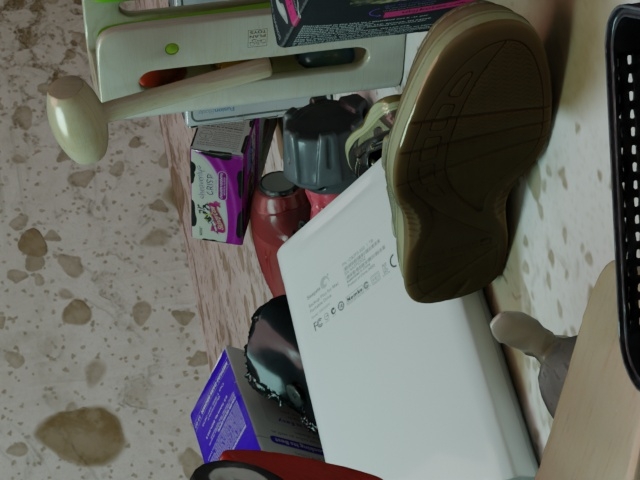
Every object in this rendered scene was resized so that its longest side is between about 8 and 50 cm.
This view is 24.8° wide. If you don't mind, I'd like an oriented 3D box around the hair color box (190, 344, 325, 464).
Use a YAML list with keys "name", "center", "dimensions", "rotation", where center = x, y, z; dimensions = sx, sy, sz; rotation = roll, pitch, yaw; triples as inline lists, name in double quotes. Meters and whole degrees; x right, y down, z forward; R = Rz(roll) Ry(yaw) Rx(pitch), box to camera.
- name: "hair color box"
  center: [-0.009, 0.255, 1.505]
  dimensions: [0.110, 0.185, 0.339]
  rotation: [-64, 23, 16]

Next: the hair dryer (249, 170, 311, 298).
- name: "hair dryer"
  center: [-0.031, 0.019, 1.766]
  dimensions: [0.293, 0.080, 0.223]
  rotation: [119, 140, -73]

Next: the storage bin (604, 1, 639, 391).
- name: "storage bin"
  center: [0.187, -0.013, 0.621]
  dimensions: [0.122, 0.084, 0.180]
  rotation: [-136, 38, -72]

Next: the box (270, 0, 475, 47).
- name: "box"
  center: [0.045, -0.249, 1.006]
  dimensions: [0.270, 0.143, 0.165]
  rotation: [141, 120, -77]

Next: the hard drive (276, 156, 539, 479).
- name: "hard drive"
  center: [0.062, 0.094, 1.213]
  dimensions: [0.203, 0.040, 0.307]
  rotation: [-41, 53, 40]

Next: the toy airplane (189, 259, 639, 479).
- name: "toy airplane"
  center: [0.121, 0.245, 0.835]
  dimensions: [0.386, 0.272, 0.384]
  rotation: [-33, 72, 38]

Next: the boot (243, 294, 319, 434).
- name: "boot"
  center: [0.008, 0.118, 1.409]
  dimensions: [0.207, 0.094, 0.246]
  rotation: [39, 152, 30]

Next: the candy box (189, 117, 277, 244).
- name: "candy box"
  center: [-0.107, -0.133, 1.845]
  dimensions: [0.159, 0.071, 0.233]
  rotation: [94, -173, -46]

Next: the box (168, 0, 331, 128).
- name: "box"
  center: [-0.083, -0.278, 1.574]
  dimensions: [0.087, 0.169, 0.290]
  rotation: [-121, 24, -63]

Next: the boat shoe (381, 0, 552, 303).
- name: "boat shoe"
  center: [0.090, -0.071, 1.025]
  dimensions: [0.302, 0.109, 0.098]
  rotation: [88, 167, -57]

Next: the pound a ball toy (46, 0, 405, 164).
- name: "pound a ball toy"
  center: [-0.085, -0.153, 1.282]
  dimensions: [0.135, 0.319, 0.208]
  rotation: [92, 164, -45]

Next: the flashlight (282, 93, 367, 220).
- name: "flashlight"
  center: [0.000, 0.000, 1.510]
  dimensions: [0.103, 0.103, 0.304]
  rotation: [-84, -8, -50]

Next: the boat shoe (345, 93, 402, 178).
- name: "boat shoe"
  center: [0.056, -0.080, 1.307]
  dimensions: [0.152, 0.056, 0.049]
  rotation: [110, 155, -67]
